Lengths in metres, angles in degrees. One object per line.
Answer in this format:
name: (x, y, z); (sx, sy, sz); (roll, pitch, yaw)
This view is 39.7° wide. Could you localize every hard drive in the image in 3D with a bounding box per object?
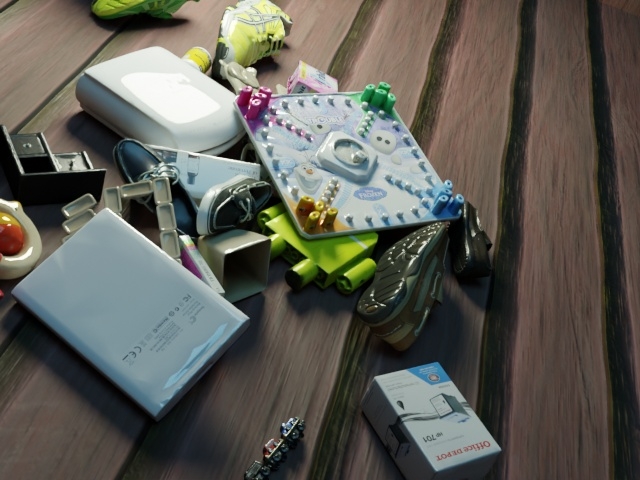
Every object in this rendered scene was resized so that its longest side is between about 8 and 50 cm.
hard drive: (-0.300, 0.109, 1.403); (0.318, 0.040, 0.210); (36, 65, 18)

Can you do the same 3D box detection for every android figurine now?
android figurine: (0.000, 0.000, 1.726); (0.248, 0.056, 0.273); (36, 40, 19)

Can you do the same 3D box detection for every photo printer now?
photo printer: (-0.319, -0.279, 1.872); (0.307, 0.107, 0.256); (35, 39, 18)

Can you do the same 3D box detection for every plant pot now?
plant pot: (-0.162, 0.035, 1.574); (0.109, 0.109, 0.096); (-20, 41, -41)

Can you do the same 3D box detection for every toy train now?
toy train: (-0.069, 0.319, 1.333); (0.036, 0.027, 0.158); (22, 37, 20)

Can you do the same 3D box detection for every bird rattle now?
bird rattle: (-0.543, -0.006, 1.431); (0.207, 0.143, 0.253); (0, 42, -50)

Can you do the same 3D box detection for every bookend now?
bookend: (-0.503, -0.145, 1.653); (0.157, 0.072, 0.156); (-6, 45, -31)

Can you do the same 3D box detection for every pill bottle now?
pill bottle: (-0.302, -0.400, 2.063); (0.065, 0.065, 0.116); (22, 38, 2)

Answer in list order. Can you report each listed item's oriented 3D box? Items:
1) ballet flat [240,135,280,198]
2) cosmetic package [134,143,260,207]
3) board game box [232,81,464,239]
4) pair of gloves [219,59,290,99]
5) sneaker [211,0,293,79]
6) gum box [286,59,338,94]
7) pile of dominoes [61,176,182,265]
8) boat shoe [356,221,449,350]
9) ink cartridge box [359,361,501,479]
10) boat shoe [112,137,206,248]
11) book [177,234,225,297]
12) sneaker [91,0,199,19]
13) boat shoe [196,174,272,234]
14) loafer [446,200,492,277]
ballet flat: (-0.126, -0.153, 1.851); (0.079, 0.077, 0.221); (-9, 39, -8)
cosmetic package: (-0.240, -0.115, 1.721); (0.239, 0.060, 0.099); (8, 69, -15)
board game box: (0.062, -0.185, 1.845); (0.390, 0.050, 0.390); (-8, 54, -30)
pair of gloves: (-0.119, -0.318, 2.015); (0.240, 0.042, 0.204); (27, 25, -35)
sneaker: (-0.166, -0.510, 2.199); (0.147, 0.145, 0.385); (20, 39, -1)
gum box: (-0.019, -0.357, 2.103); (0.107, 0.062, 0.188); (28, 24, -13)
pile of dominoes: (-0.338, 0.016, 1.512); (0.196, 0.040, 0.251); (-10, 57, -6)
boat shoe: (0.171, 0.087, 1.666); (0.120, 0.122, 0.324); (56, 41, -16)
ink cartridge box: (0.175, 0.301, 1.423); (0.139, 0.082, 0.191); (-8, 45, -32)
boat shoe: (-0.291, -0.090, 1.617); (0.095, 0.079, 0.254); (-33, 83, -12)
book: (-0.215, 0.073, 1.502); (0.035, 0.096, 0.144); (-7, 46, -36)
sneaker: (-0.421, -0.597, 2.214); (0.295, 0.123, 0.109); (-22, 52, -19)
boat shoe: (-0.152, -0.067, 1.600); (0.070, 0.078, 0.219); (11, 27, 17)
loafer: (0.316, 0.006, 1.861); (0.078, 0.080, 0.220); (22, 42, -15)
